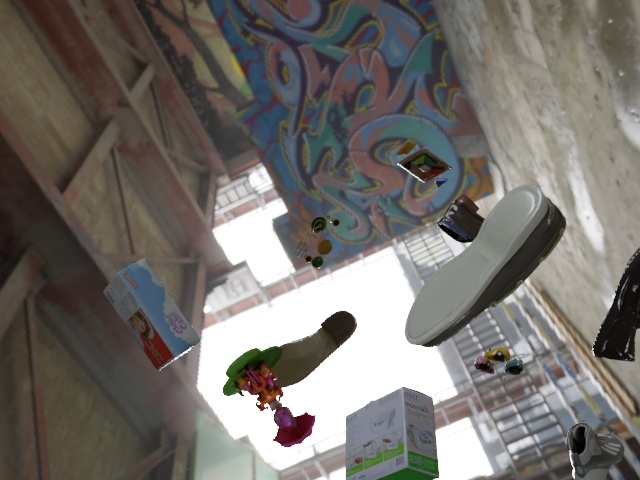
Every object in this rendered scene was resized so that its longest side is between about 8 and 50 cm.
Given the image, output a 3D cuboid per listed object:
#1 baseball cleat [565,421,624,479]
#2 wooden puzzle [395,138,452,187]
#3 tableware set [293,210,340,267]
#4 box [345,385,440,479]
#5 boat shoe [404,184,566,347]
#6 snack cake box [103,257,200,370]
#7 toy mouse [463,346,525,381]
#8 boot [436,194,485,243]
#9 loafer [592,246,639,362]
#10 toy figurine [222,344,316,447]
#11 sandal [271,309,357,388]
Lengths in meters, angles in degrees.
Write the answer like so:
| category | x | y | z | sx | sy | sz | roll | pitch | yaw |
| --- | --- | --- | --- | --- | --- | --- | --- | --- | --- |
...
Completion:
| category | x | y | z | sx | sy | sz | roll | pitch | yaw |
| --- | --- | --- | --- | --- | --- | --- | --- | --- | --- |
| baseball cleat | 0.524 | 0.386 | 1.243 | 0.206 | 0.072 | 0.110 | -16 | -90 | -57 |
| wooden puzzle | 0.174 | -0.126 | 1.106 | 0.116 | 0.078 | 0.014 | 26 | -120 | -21 |
| tableware set | 0.000 | 0.000 | 1.837 | 0.104 | 0.154 | 0.024 | 28 | -174 | -30 |
| box | 0.189 | 0.567 | 1.822 | 0.126 | 0.262 | 0.231 | 26 | -135 | -26 |
| boat shoe | 0.252 | 0.057 | 1.003 | 0.091 | 0.305 | 0.109 | 32 | -165 | -30 |
| snack cake box | -0.445 | 0.197 | 1.719 | 0.089 | 0.152 | 0.264 | -33 | -92 | -41 |
| toy mouse | 0.440 | 0.302 | 1.609 | 0.143 | 0.161 | 0.031 | 51 | -139 | -42 |
| boot | 0.410 | -0.010 | 1.724 | 0.219 | 0.106 | 0.082 | 46 | 167 | 16 |
| loafer | 0.525 | 0.106 | 1.082 | 0.080 | 0.078 | 0.220 | -27 | -45 | -55 |
| toy figurine | -0.075 | 0.275 | 1.114 | 0.159 | 0.130 | 0.173 | 47 | 169 | 22 |
| sandal | -0.017 | 0.235 | 1.371 | 0.088 | 0.240 | 0.079 | 56 | -173 | 22 |
